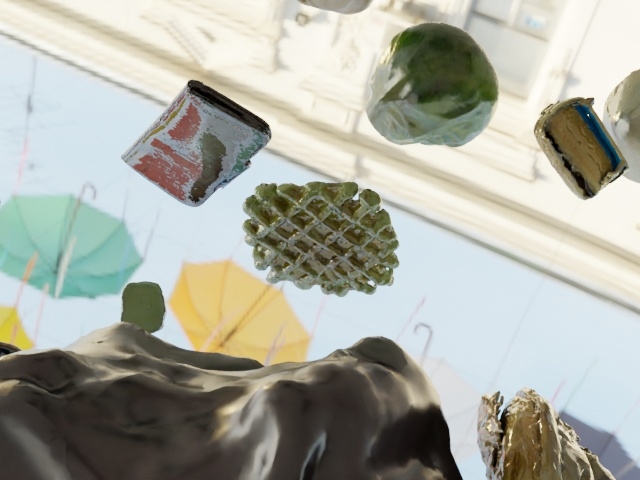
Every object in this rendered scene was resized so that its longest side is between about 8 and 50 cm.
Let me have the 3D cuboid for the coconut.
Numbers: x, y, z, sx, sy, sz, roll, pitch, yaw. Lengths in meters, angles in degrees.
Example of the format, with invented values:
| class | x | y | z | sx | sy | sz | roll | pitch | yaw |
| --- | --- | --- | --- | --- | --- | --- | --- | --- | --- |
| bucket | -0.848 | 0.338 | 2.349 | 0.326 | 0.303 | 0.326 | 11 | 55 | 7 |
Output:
| class | x | y | z | sx | sy | sz | roll | pitch | yaw |
| --- | --- | --- | --- | --- | --- | --- | --- | --- | --- |
| coconut | 0.417 | -0.139 | 1.378 | 0.153 | 0.147 | 0.147 | -2 | -140 | -37 |

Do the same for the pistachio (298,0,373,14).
| class | x | y | z | sx | sy | sz | roll | pitch | yaw |
| --- | --- | --- | --- | --- | --- | --- | --- | --- | --- |
| pistachio | 0.007 | -0.404 | 1.486 | 0.157 | 0.229 | 0.157 | -10 | -145 | 7 |

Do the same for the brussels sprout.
| class | x | y | z | sx | sy | sz | roll | pitch | yaw |
| --- | --- | --- | --- | --- | --- | --- | --- | --- | --- |
| brussels sprout | 0.144 | -0.201 | 1.481 | 0.161 | 0.181 | 0.143 | 47 | -141 | -35 |

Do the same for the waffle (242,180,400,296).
| class | x | y | z | sx | sy | sz | roll | pitch | yaw |
| --- | --- | --- | --- | --- | --- | --- | --- | --- | --- |
| waffle | 0.000 | 0.000 | 1.294 | 0.183 | 0.169 | 0.036 | 2 | -138 | 18 |

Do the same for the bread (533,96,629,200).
| class | x | y | z | sx | sy | sz | roll | pitch | yaw |
| --- | --- | --- | --- | --- | --- | --- | --- | --- | --- |
| bread | 0.273 | -0.100 | 1.210 | 0.072 | 0.053 | 0.106 | -37 | -80 | -10 |

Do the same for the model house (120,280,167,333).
| class | x | y | z | sx | sy | sz | roll | pitch | yaw |
| --- | --- | --- | --- | --- | --- | --- | --- | --- | --- |
| model house | -0.252 | 0.098 | 1.611 | 0.066 | 0.078 | 0.083 | -3 | 177 | -10 |

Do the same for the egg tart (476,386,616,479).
| class | x | y | z | sx | sy | sz | roll | pitch | yaw |
| --- | --- | --- | --- | --- | --- | --- | --- | --- | --- |
| egg tart | 0.192 | 0.257 | 0.880 | 0.132 | 0.297 | 0.297 | -4 | -142 | 1 |

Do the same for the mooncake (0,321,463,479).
| class | x | y | z | sx | sy | sz | roll | pitch | yaw |
| --- | --- | --- | --- | --- | --- | --- | --- | --- | --- |
| mooncake | -0.090 | 0.227 | 0.807 | 0.381 | 0.350 | 0.212 | -10 | 177 | 19 |

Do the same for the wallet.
| class | x | y | z | sx | sy | sz | roll | pitch | yaw |
| --- | --- | --- | --- | --- | --- | --- | --- | --- | --- |
| wallet | -0.165 | -0.120 | 1.491 | 0.137 | 0.255 | 0.031 | 33 | -121 | -16 |

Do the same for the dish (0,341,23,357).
| class | x | y | z | sx | sy | sz | roll | pitch | yaw |
| --- | --- | --- | --- | --- | --- | --- | --- | --- | --- |
| dish | -0.413 | 0.204 | 1.487 | 0.141 | 0.141 | 0.078 | 27 | 179 | 14 |
